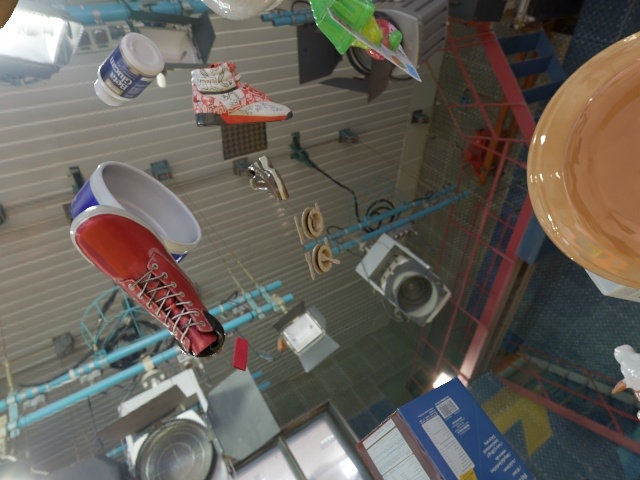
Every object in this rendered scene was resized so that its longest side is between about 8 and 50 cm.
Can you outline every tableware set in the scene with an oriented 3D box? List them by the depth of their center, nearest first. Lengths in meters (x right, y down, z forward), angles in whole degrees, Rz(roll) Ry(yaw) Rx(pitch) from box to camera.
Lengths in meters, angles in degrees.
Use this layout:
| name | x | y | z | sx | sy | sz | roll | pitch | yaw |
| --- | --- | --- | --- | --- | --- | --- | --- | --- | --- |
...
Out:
| name | x | y | z | sx | sy | sz | roll | pitch | yaw |
| --- | --- | --- | --- | --- | --- | --- | --- | --- | --- |
| tableware set | 0.000 | 0.000 | 1.127 | 0.128 | 0.039 | 0.194 | -40 | -60 | -53 |

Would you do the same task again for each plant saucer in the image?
| name | x | y | z | sx | sy | sz | roll | pitch | yaw |
| --- | --- | --- | --- | --- | --- | --- | --- | --- | --- |
| plant saucer | 0.260 | -0.057 | 0.293 | 0.200 | 0.200 | 0.037 | -63 | -15 | 18 |

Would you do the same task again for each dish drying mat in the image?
| name | x | y | z | sx | sy | sz | roll | pitch | yaw |
| --- | --- | --- | --- | --- | --- | --- | --- | --- | --- |
| dish drying mat | -0.175 | 0.249 | 0.900 | 0.032 | 0.083 | 0.008 | 31 | -65 | -23 |

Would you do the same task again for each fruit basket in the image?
| name | x | y | z | sx | sy | sz | roll | pitch | yaw |
| --- | --- | --- | --- | --- | --- | --- | --- | --- | --- |
| fruit basket | 0.148 | -0.656 | 1.241 | 0.353 | 0.327 | 0.165 | 14 | -45 | -27 |

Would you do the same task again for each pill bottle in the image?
| name | x | y | z | sx | sy | sz | roll | pitch | yaw |
| --- | --- | --- | --- | --- | --- | --- | --- | --- | --- |
| pill bottle | -0.436 | -0.375 | 0.919 | 0.169 | 0.094 | 0.094 | -23 | -27 | 35 |

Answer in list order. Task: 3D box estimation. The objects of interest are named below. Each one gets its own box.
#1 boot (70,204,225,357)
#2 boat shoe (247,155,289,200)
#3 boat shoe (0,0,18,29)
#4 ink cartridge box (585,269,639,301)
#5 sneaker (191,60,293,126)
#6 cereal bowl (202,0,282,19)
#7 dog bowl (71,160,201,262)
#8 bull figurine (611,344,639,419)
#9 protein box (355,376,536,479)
| name | x | y | z | sx | sy | sz | roll | pitch | yaw |
| --- | --- | --- | --- | --- | --- | --- | --- | --- | --- |
| boot | -0.220 | 0.067 | 0.558 | 0.088 | 0.176 | 0.244 | -41 | -40 | -10 |
| boat shoe | -0.177 | -0.187 | 1.328 | 0.095 | 0.257 | 0.095 | -26 | -55 | -6 |
| boat shoe | -0.328 | -0.309 | 0.372 | 0.121 | 0.341 | 0.110 | -19 | -32 | 2 |
| ink cartridge box | 0.434 | 0.005 | 0.491 | 0.208 | 0.087 | 0.153 | 10 | -41 | -31 |
| sneaker | -0.186 | -0.363 | 1.011 | 0.270 | 0.090 | 0.145 | -16 | -70 | -35 |
| cereal bowl | -0.132 | -0.668 | 0.976 | 0.141 | 0.339 | 0.339 | 31 | -80 | -38 |
| dog bowl | -0.408 | -0.050 | 0.929 | 0.104 | 0.265 | 0.265 | -44 | -40 | 11 |
| bull figurine | 0.598 | 0.292 | 0.627 | 0.101 | 0.310 | 0.188 | -52 | -39 | 4 |
| protein box | 0.213 | 0.380 | 0.705 | 0.199 | 0.201 | 0.136 | -3 | -42 | -44 |
